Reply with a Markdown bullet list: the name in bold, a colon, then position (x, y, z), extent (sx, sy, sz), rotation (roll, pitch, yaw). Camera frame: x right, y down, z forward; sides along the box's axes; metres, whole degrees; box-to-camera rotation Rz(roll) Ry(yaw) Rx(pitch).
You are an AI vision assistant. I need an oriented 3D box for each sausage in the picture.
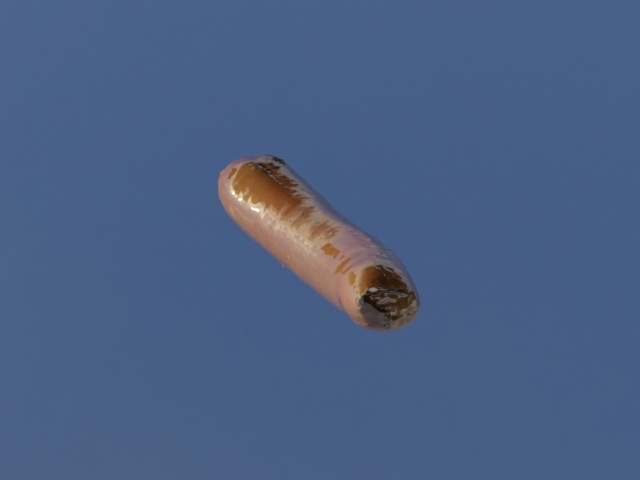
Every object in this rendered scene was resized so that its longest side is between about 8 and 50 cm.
- **sausage**: position (-0.001, 0.001, 0.941), extent (0.040, 0.047, 0.177), rotation (-41, -145, -6)
